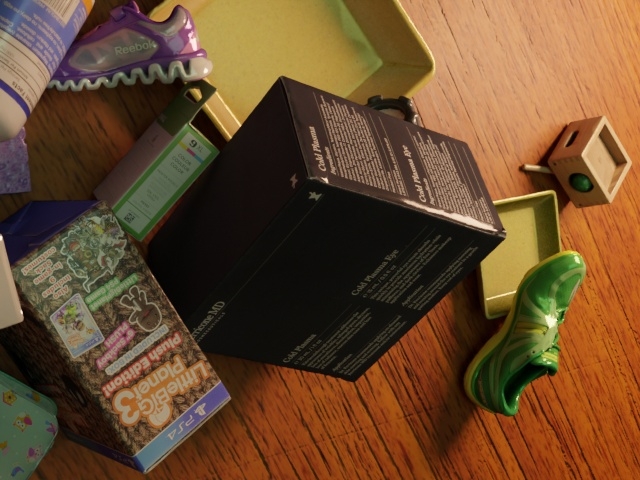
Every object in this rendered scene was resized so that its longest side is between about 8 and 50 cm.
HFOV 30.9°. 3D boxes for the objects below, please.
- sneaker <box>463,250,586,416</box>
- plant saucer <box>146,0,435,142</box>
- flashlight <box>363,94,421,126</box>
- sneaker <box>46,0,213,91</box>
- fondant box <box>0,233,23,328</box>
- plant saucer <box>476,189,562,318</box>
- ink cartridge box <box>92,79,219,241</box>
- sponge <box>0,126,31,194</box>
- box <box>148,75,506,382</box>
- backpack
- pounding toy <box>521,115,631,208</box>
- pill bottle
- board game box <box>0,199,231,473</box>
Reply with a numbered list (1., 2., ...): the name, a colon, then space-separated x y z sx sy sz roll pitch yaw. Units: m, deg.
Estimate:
1. sneaker: 0.350 0.154 1.857 0.109 0.123 0.295 22 101 -45
2. plant saucer: -0.044 -0.270 1.623 0.333 0.081 0.332 -43 113 -16
3. flashlight: 0.115 -0.065 1.678 0.103 0.103 0.304 -41 136 -24
4. sneaker: -0.256 -0.245 1.449 0.236 0.095 0.104 -8 109 -8
5. fondant box: -0.483 0.065 1.194 0.238 0.330 0.096 -20 104 -33
6. plant saucer: 0.319 0.021 1.923 0.188 0.045 0.188 -11 98 -35
7. ink cartridge box: -0.194 -0.107 1.484 0.062 0.109 0.209 40 91 -27
8. sponge: -0.422 -0.158 1.413 0.117 0.031 0.210 -8 94 -35
9. box: 0.000 0.000 1.506 0.312 0.343 0.179 15 42 -35
10. backpack: -0.414 0.240 1.362 0.166 0.144 0.188 41 72 -34
11. pounding toy: 0.440 -0.130 1.986 0.130 0.100 0.141 53 53 -24
12. pill bottle: -0.385 -0.208 1.327 0.152 0.152 0.272 36 71 -30
13. board game box: -0.282 0.107 1.395 0.141 0.232 0.291 -40 112 -26
